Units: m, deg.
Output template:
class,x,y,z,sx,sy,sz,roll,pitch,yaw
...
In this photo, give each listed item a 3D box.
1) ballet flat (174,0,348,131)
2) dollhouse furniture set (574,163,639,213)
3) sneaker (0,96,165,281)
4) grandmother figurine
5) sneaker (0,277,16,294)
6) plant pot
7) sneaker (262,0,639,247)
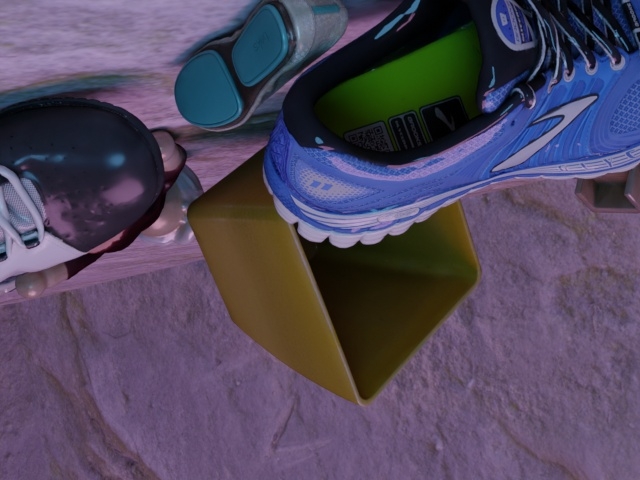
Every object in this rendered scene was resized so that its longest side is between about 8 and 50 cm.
class,x,y,z,sx,sy,sz,roll,pitch,yaw
ballet flat,-0.037,-0.107,0.646,0.052,0.057,0.168,-21,-178,-31
dollhouse furniture set,0.306,-0.171,0.880,0.303,0.174,0.355,2,157,42
sneaker,-0.265,0.003,0.707,0.330,0.122,0.146,-15,-153,10
grandmother figurine,-0.203,-0.030,0.958,0.207,0.104,0.342,-32,174,19
sneaker,-0.329,-0.008,0.918,0.283,0.110,0.122,-15,168,-46
plant pot,0.000,0.000,1.001,0.187,0.212,0.212,6,-143,42
sneaker,0.123,-0.098,0.614,0.330,0.130,0.147,-24,165,-6
